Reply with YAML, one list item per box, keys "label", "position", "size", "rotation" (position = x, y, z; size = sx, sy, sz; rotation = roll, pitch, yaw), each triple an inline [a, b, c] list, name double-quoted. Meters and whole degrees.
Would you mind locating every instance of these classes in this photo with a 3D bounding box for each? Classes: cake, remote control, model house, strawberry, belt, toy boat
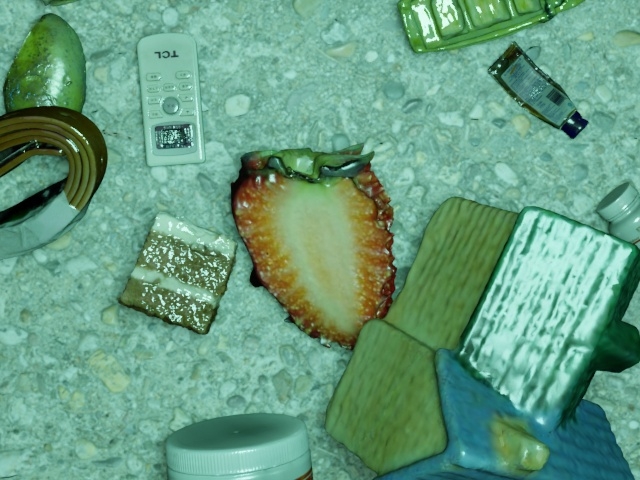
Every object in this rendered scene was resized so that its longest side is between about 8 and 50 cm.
- label: "cake"
  position: [-0.194, 0.045, 1.299]
  size: [0.135, 0.134, 0.147]
  rotation: [20, 83, -3]
- label: "remote control"
  position: [-0.215, -0.203, 1.330]
  size: [0.087, 0.029, 0.190]
  rotation: [-3, 93, -2]
- label: "model house"
  position: [0.258, 0.167, 1.168]
  size: [0.334, 0.342, 0.382]
  rotation: [22, 90, -25]
- label: "strawberry"
  position: [0.000, 0.000, 1.317]
  size: [0.233, 0.138, 0.306]
  rotation: [0, 120, 16]
- label: "belt"
  position: [-0.418, -0.078, 1.272]
  size: [0.261, 0.105, 0.184]
  rotation: [-34, 109, 7]
- label: "toy boat"
  position: [0.249, -0.344, 1.314]
  size: [0.276, 0.084, 0.111]
  rotation: [-19, 96, 3]

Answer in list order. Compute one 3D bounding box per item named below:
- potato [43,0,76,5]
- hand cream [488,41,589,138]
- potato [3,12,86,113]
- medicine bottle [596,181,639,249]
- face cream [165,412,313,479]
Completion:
- label: "potato"
  position: [-0.369, -0.394, 1.300]
  size: [0.086, 0.061, 0.122]
  rotation: [-13, 95, -1]
- label: "hand cream"
  position: [0.321, -0.214, 1.346]
  size: [0.163, 0.039, 0.062]
  rotation: [44, 93, 2]
- label: "potato"
  position: [-0.395, -0.226, 1.314]
  size: [0.119, 0.054, 0.198]
  rotation: [19, 92, 0]
- label: "medicine bottle"
  position: [0.471, -0.014, 1.336]
  size: [0.079, 0.079, 0.140]
  rotation: [-44, 94, 1]
- label: "face cream"
  position: [-0.108, 0.355, 1.280]
  size: [0.201, 0.201, 0.187]
  rotation: [-5, 93, -1]
